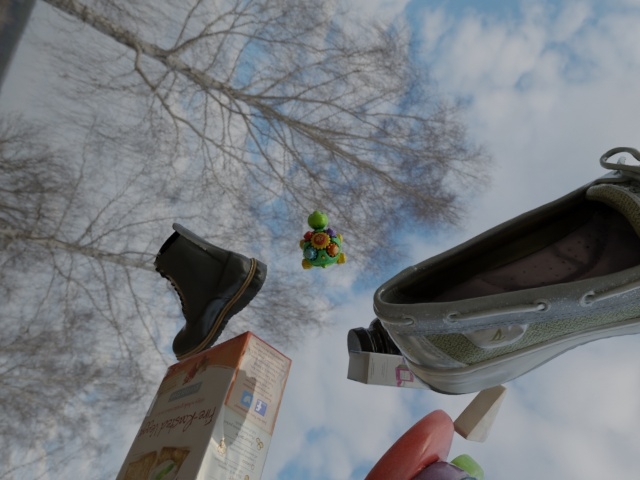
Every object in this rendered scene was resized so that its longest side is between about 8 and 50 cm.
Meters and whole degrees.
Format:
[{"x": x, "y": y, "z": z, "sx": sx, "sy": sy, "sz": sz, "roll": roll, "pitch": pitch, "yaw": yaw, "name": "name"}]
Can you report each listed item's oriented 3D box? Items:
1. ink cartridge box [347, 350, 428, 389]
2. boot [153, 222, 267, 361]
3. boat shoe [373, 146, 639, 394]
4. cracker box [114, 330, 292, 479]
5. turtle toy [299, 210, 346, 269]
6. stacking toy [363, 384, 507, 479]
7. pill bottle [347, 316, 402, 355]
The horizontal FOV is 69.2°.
[{"x": 0.118, "y": 0.217, "z": 0.778, "sx": 0.088, "sy": 0.123, "sz": 0.052, "roll": 150, "pitch": -51, "yaw": -69, "name": "ink cartridge box"}, {"x": -0.184, "y": 0.071, "z": 0.631, "sx": 0.198, "sy": 0.137, "sz": 0.077, "roll": -50, "pitch": -154, "yaw": 17, "name": "boot"}, {"x": 0.197, "y": 0.008, "z": 0.353, "sx": 0.321, "sy": 0.103, "sz": 0.118, "roll": -27, "pitch": -144, "yaw": 11, "name": "boat shoe"}, {"x": -0.124, "y": 0.213, "z": 0.425, "sx": 0.156, "sy": 0.067, "sz": 0.232, "roll": -29, "pitch": -148, "yaw": 36, "name": "cracker box"}, {"x": 0.000, "y": 0.000, "z": 0.968, "sx": 0.095, "sy": 0.066, "sz": 0.130, "roll": -10, "pitch": -122, "yaw": 1, "name": "turtle toy"}, {"x": 0.150, "y": 0.331, "z": 0.508, "sx": 0.130, "sy": 0.280, "sz": 0.308, "roll": 31, "pitch": -53, "yaw": 40, "name": "stacking toy"}, {"x": 0.172, "y": 0.208, "z": 0.948, "sx": 0.123, "sy": 0.219, "sz": 0.122, "roll": 173, "pitch": -90, "yaw": -74, "name": "pill bottle"}]
